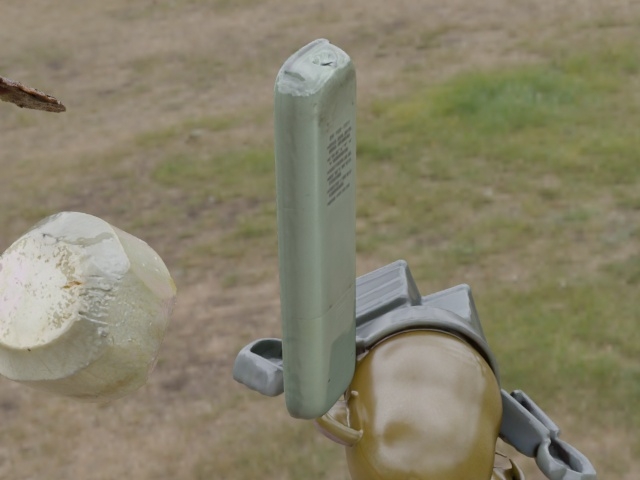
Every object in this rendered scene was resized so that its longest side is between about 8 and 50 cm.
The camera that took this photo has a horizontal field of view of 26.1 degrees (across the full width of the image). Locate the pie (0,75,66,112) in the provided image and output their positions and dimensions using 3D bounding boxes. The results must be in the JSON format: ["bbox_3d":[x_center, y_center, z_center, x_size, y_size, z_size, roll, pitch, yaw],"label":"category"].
[{"bbox_3d":[-0.385,-0.189,1.823,0.088,0.033,0.191,17,0,6],"label":"pie"}]

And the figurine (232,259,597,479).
[{"bbox_3d":[0.089,0.150,1.285,0.342,0.167,0.285,1,27,-4],"label":"figurine"}]

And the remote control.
[{"bbox_3d":[0.000,-0.001,1.060,0.038,0.309,0.090,13,32,24],"label":"remote control"}]

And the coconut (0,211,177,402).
[{"bbox_3d":[-0.285,0.084,1.669,0.241,0.241,0.241,-5,21,2],"label":"coconut"}]
